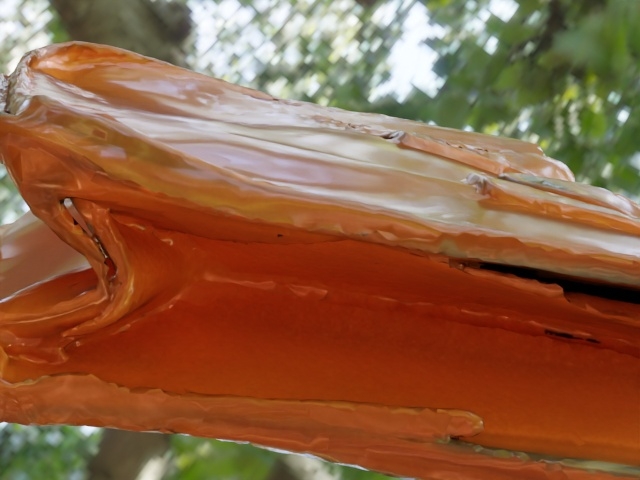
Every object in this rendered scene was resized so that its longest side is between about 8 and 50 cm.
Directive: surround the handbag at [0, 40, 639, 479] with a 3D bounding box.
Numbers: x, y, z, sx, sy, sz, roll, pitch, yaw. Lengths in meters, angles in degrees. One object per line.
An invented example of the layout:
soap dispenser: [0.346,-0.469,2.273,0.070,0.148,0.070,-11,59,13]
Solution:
handbag: [0.000,0.000,0.805,0.304,0.410,0.116,9,-81,-8]
